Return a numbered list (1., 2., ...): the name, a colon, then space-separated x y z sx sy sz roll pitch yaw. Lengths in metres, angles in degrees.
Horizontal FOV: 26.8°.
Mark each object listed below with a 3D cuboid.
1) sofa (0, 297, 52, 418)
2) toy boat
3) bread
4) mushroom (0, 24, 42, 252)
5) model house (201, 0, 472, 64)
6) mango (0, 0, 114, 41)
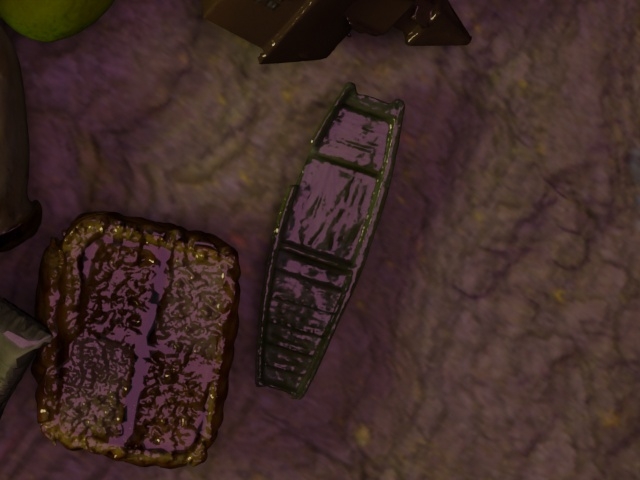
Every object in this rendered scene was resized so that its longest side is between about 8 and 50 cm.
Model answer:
1. sofa: -0.367 0.125 1.094 0.210 0.176 0.225 37 57 -6
2. toy boat: 0.000 0.000 1.254 0.093 0.055 0.293 18 88 -12
3. bread: -0.167 0.089 1.205 0.181 0.096 0.222 8 93 -11
4. mushroom: -0.316 -0.152 1.171 0.107 0.087 0.333 -9 92 -1
5. model house: 0.038 -0.244 1.212 0.248 0.176 0.181 25 131 -29
6. mango: -0.245 -0.316 1.146 0.185 0.149 0.273 -33 106 -9
